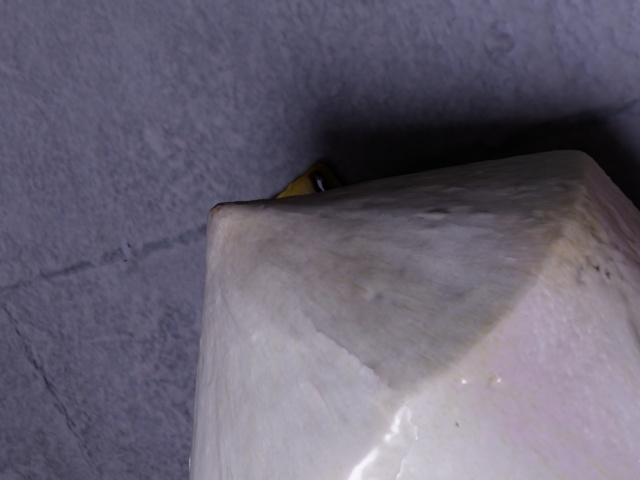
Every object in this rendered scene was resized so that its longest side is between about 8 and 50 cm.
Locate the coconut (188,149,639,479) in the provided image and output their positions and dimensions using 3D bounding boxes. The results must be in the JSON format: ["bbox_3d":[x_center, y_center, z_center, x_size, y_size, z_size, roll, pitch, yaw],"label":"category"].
[{"bbox_3d":[0.061,0.094,0.603,0.329,0.329,0.328,13,121,22],"label":"coconut"}]

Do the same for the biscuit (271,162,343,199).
[{"bbox_3d":[0.000,0.000,0.754,0.083,0.018,0.081,49,128,-3],"label":"biscuit"}]
